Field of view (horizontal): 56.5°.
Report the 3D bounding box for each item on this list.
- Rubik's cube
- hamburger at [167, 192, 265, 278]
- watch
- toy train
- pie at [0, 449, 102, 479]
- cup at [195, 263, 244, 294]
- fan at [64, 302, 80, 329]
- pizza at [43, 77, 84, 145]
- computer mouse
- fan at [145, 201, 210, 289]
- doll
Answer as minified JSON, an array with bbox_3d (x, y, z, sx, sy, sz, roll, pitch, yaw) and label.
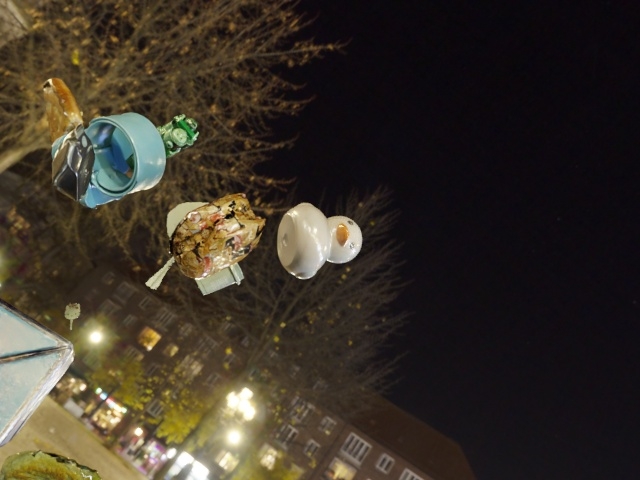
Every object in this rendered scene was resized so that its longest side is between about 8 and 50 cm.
[{"bbox_3d":[-0.701,0.272,1.261,0.259,0.260,0.255,33,-23,-9],"label":"Rubik's cube"},{"bbox_3d":[-0.227,-0.002,1.313,0.106,0.231,0.231,51,-22,12],"label":"hamburger"},{"bbox_3d":[-0.432,-0.173,1.279,0.193,0.211,0.211,-2,-43,28],"label":"watch"},{"bbox_3d":[-0.352,-0.217,1.337,0.178,0.104,0.071,-22,-64,34],"label":"toy train"},{"bbox_3d":[-0.808,0.726,1.780,0.297,0.078,0.371,31,-50,-17],"label":"pie"},{"bbox_3d":[-0.329,0.112,1.908,0.120,0.141,0.120,55,-12,18],"label":"cup"},{"bbox_3d":[-0.748,0.228,1.791,0.056,0.083,0.004,-6,-19,16],"label":"fan"},{"bbox_3d":[-0.709,-0.309,1.672,0.251,0.074,0.287,22,-60,55],"label":"pizza"},{"bbox_3d":[-0.467,-0.145,1.114,0.062,0.105,0.192,16,-28,-9],"label":"computer mouse"},{"bbox_3d":[-0.398,0.011,1.788,0.233,0.414,0.012,31,-47,5],"label":"fan"},{"bbox_3d":[0.000,0.000,1.659,0.221,0.221,0.251,44,-28,-11],"label":"doll"}]
